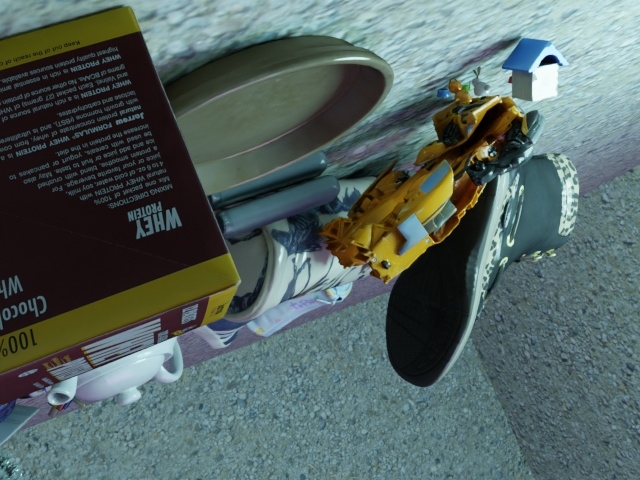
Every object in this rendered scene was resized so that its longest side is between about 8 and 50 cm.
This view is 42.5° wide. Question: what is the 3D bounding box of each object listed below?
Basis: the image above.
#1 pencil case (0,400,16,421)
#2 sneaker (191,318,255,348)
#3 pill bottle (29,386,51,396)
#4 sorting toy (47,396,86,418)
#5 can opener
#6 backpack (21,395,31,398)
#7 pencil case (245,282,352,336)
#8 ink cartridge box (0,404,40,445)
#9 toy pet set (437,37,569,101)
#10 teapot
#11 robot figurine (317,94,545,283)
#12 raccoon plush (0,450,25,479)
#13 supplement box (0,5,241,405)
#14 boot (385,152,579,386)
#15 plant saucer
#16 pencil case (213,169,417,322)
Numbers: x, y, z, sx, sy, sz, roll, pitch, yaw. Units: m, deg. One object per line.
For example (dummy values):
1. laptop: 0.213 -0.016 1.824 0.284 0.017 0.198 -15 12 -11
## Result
1. pencil case: -0.535 0.222 1.266 0.119 0.133 0.306 -46 -177 -25
2. sneaker: -0.162 0.122 1.559 0.148 0.131 0.350 -19 171 0
3. pill bottle: -0.388 0.165 1.314 0.187 0.112 0.112 -19 170 -20
4. sorting toy: -0.403 0.237 1.456 0.132 0.046 0.274 -54 -176 30
5. can opener: -0.102 -0.042 0.944 0.280 0.074 0.093 -19 169 -28
6. backpack: -0.510 0.235 1.504 0.114 0.084 0.105 -26 170 -29
7. pencil case: -0.057 0.118 1.827 0.273 0.124 0.113 -28 170 35
8. ink cartridge box: -0.645 0.363 1.393 0.275 0.060 0.239 2 -154 26
9. toy pet set: 0.213 -0.198 0.939 0.122 0.065 0.114 -15 -157 -26
10. teapot: -0.295 0.140 1.159 0.256 0.187 0.252 -19 169 -31
11. robot figurine: 0.138 -0.075 1.000 0.291 0.085 0.211 -45 -162 -10
12. raccoon plush: -0.422 0.279 0.963 0.216 0.446 0.299 -47 154 -43
13. supplement box: -0.179 -0.014 0.537 0.191 0.194 0.129 -21 170 -15
14. boot: 0.252 0.029 1.252 0.138 0.377 0.284 26 -157 37
15. plant saucer: -0.066 -0.109 0.758 0.278 0.041 0.278 -22 171 -4
16. pencil case: 0.000 0.000 1.170 0.410 0.160 0.183 -13 154 -48
